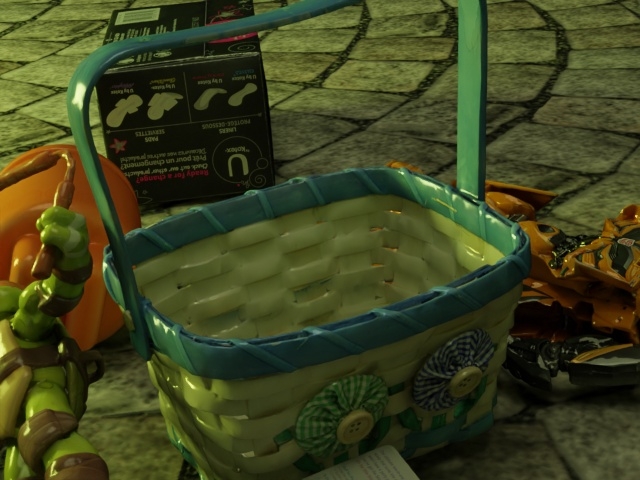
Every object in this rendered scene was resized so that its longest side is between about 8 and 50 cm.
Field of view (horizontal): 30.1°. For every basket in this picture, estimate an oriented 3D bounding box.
[{"bbox_3d":[0.000,0.000,0.695,0.254,0.289,0.201,-21,24,-24],"label":"basket"}]

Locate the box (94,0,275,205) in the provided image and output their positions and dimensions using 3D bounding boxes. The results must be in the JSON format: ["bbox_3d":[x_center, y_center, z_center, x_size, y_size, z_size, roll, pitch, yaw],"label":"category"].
[{"bbox_3d":[-0.135,-0.147,1.209,0.163,0.142,0.247,-7,24,-2],"label":"box"}]

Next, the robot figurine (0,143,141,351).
[{"bbox_3d":[-0.199,0.003,0.922,0.158,0.128,0.219,-27,27,3],"label":"robot figurine"}]

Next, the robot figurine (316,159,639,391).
[{"bbox_3d":[0.142,0.018,0.872,0.291,0.085,0.211,13,31,33],"label":"robot figurine"}]

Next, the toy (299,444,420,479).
[{"bbox_3d":[-0.042,0.193,0.569,0.237,0.056,0.137,-18,27,-14],"label":"toy"}]

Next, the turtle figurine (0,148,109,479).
[{"bbox_3d":[-0.173,0.101,0.678,0.087,0.269,0.217,17,34,-37],"label":"turtle figurine"}]
